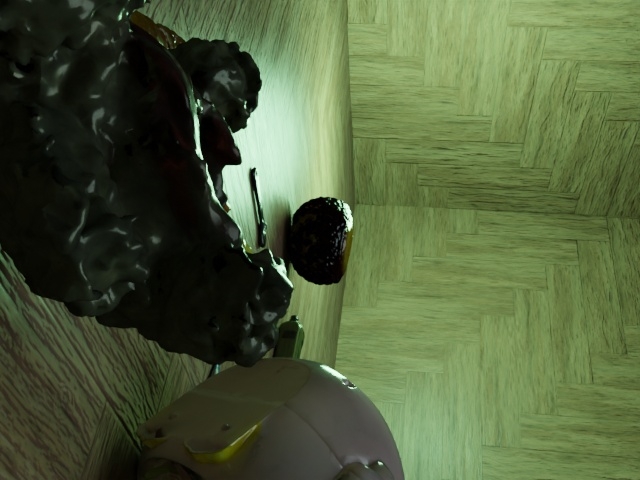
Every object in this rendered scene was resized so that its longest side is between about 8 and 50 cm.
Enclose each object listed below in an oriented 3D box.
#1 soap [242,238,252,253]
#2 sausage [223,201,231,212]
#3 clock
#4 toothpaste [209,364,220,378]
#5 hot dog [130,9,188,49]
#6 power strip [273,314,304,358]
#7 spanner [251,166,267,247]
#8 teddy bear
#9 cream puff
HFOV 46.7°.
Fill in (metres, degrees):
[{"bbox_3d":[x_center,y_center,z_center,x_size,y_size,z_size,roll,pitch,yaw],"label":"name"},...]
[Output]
[{"bbox_3d":[-0.145,0.021,1.438,0.089,0.012,0.034,69,25,-73],"label":"soap"},{"bbox_3d":[-0.166,-0.068,1.159,0.107,0.031,0.031,72,23,-73],"label":"sausage"},{"bbox_3d":[-0.037,0.345,0.959,0.250,0.368,0.377,-35,112,-41],"label":"clock"},{"bbox_3d":[-0.178,0.224,1.267,0.083,0.015,0.024,-85,174,-62],"label":"toothpaste"},{"bbox_3d":[-0.185,-0.202,0.850,0.286,0.061,0.088,-38,142,-79],"label":"hot dog"},{"bbox_3d":[-0.089,0.346,1.834,0.092,0.066,0.387,89,8,-50],"label":"power strip"},{"bbox_3d":[-0.127,-0.064,1.545,0.046,0.012,0.208,-78,168,-46],"label":"spanner"},{"bbox_3d":[-0.158,-0.123,0.526,0.367,0.224,0.357,81,0,-50],"label":"teddy bear"},{"bbox_3d":[0.000,0.000,1.978,0.239,0.165,0.239,8,90,-84],"label":"cream puff"}]
